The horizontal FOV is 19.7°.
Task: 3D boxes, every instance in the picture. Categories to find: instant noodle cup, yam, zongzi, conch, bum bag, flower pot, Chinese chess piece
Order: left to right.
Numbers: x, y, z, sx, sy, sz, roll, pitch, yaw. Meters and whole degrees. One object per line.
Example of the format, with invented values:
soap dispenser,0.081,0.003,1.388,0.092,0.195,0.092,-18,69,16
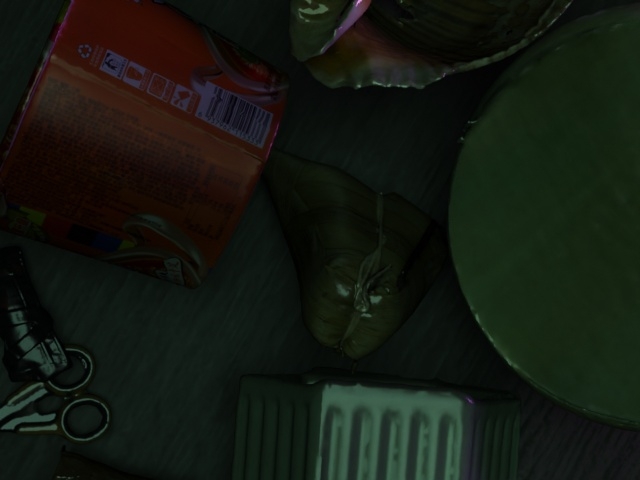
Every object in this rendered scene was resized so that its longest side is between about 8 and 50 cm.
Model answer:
bum bag,-0.258,0.065,1.565,0.058,0.034,0.124,-27,77,-7
yam,-0.173,0.230,1.551,0.127,0.084,0.084,17,87,0
instant noodle cup,-0.150,-0.085,1.491,0.192,0.250,0.250,24,87,-10
zongzi,0.000,0.000,1.526,0.197,0.194,0.099,34,116,2
flower pot,0.044,0.204,1.498,0.209,0.239,0.190,4,87,26
conch,0.094,-0.251,1.523,0.263,0.186,0.324,29,84,9
Chinese chess piece,0.276,-0.019,1.494,0.349,0.146,0.349,2,96,23

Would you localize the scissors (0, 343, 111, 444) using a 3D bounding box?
scissors,-0.290,0.158,1.565,0.220,0.017,0.088,-18,89,-11
